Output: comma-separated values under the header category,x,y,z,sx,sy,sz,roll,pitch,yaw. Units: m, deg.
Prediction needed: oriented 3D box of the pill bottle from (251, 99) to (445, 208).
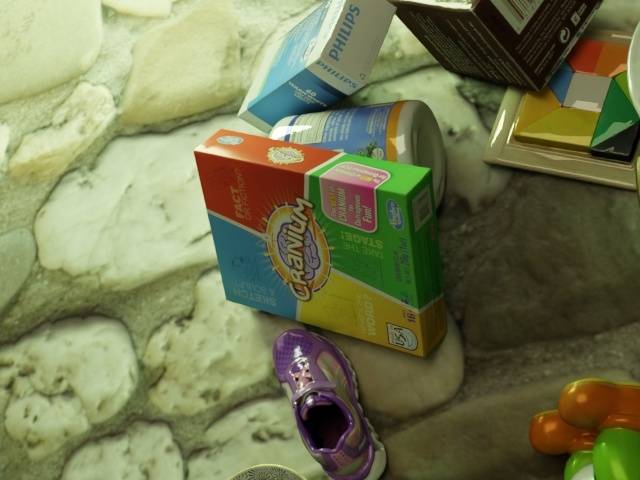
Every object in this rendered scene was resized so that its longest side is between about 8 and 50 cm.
category,x,y,z,sx,sy,sz,roll,pitch,yaw
pill bottle,0.019,-0.099,1.554,0.272,0.152,0.152,-5,63,25

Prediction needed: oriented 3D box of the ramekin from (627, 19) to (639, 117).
category,x,y,z,sx,sy,sz,roll,pitch,yaw
ramekin,0.494,-0.186,1.313,0.272,0.127,0.273,-11,63,23

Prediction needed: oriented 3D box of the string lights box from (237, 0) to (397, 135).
category,x,y,z,sx,sy,sz,roll,pitch,yaw
string lights box,-0.010,-0.244,1.597,0.259,0.076,0.133,-22,41,60

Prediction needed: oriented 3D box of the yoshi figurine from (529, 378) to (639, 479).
category,x,y,z,sx,sy,sz,roll,pitch,yaw
yoshi figurine,0.274,0.339,1.193,0.203,0.203,0.362,-23,58,34

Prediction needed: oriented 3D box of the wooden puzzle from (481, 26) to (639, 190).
category,x,y,z,sx,sy,sz,roll,pitch,yaw
wooden puzzle,0.345,-0.183,1.499,0.238,0.044,0.221,12,72,31

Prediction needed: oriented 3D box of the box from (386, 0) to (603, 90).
category,x,y,z,sx,sy,sz,roll,pitch,yaw
box,0.226,-0.323,1.521,0.168,0.167,0.203,-55,35,-6

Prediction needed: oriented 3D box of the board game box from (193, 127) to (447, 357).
category,x,y,z,sx,sy,sz,roll,pitch,yaw
board game box,0.000,0.000,1.465,0.316,0.242,0.064,13,38,32

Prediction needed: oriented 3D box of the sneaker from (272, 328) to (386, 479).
category,x,y,z,sx,sy,sz,roll,pitch,yaw
sneaker,-0.002,0.198,1.444,0.095,0.104,0.236,-35,54,9

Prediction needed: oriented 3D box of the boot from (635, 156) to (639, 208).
category,x,y,z,sx,sy,sz,roll,pitch,yaw
boot,0.455,-0.014,1.306,0.165,0.077,0.213,-19,85,17

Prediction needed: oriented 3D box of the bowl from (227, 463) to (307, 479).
category,x,y,z,sx,sy,sz,roll,pitch,yaw
bowl,-0.055,0.364,1.400,0.170,0.080,0.170,-12,61,22
